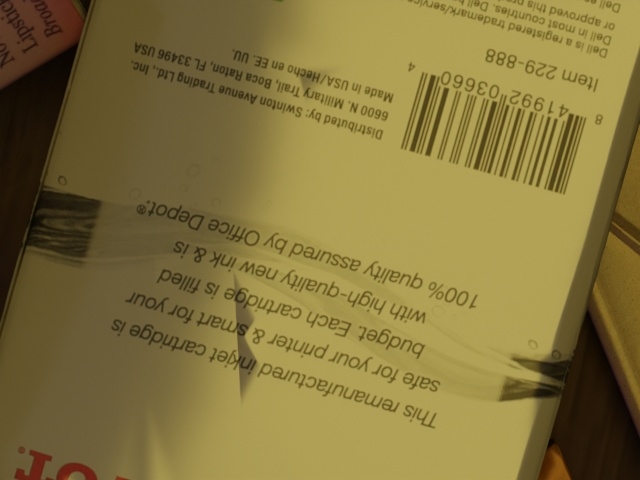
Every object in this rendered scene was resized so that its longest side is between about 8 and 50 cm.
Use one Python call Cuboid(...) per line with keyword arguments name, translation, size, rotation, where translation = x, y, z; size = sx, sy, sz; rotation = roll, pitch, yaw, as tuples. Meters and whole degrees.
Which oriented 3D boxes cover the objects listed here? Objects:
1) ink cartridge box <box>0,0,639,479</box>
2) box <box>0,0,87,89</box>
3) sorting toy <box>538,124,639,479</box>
Cuboid(name="ink cartridge box", translation=(0.000, 0.000, 0.640), size=(0.211, 0.121, 0.289), rotation=(17, 90, 4))
Cuboid(name="box", translation=(-0.230, -0.098, 0.594), size=(0.232, 0.149, 0.127), rotation=(-32, 51, -4))
Cuboid(name="sorting toy", translation=(0.174, 0.014, 0.715), size=(0.307, 0.041, 0.229), rotation=(-22, 90, 2))
